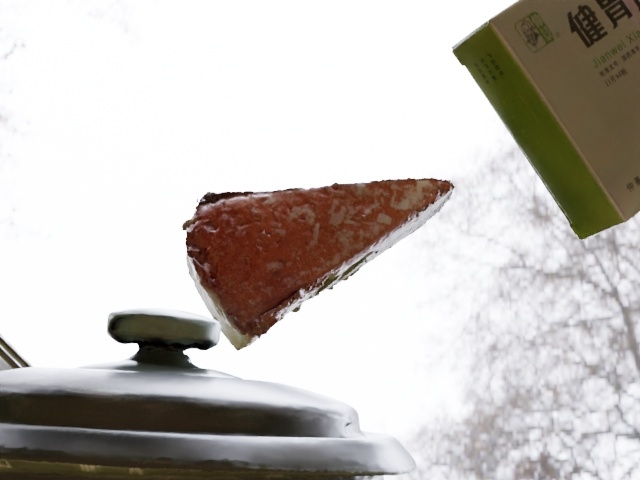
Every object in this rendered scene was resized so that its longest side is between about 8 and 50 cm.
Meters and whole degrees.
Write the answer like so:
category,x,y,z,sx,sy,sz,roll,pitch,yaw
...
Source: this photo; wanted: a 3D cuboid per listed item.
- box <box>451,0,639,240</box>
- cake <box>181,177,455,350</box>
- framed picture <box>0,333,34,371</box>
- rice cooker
category,x,y,z,sx,sy,sz,roll,pitch,yaw
box,0.247,-0.141,1.002,0.175,0.260,0.062,56,-26,-2
cake,-0.014,-0.014,1.048,0.116,0.220,0.086,50,-24,9
framed picture,-0.199,0.140,0.967,0.197,0.014,0.252,45,-23,1
rice cooker,-0.088,0.181,0.659,0.317,0.264,0.316,-1,-96,5
